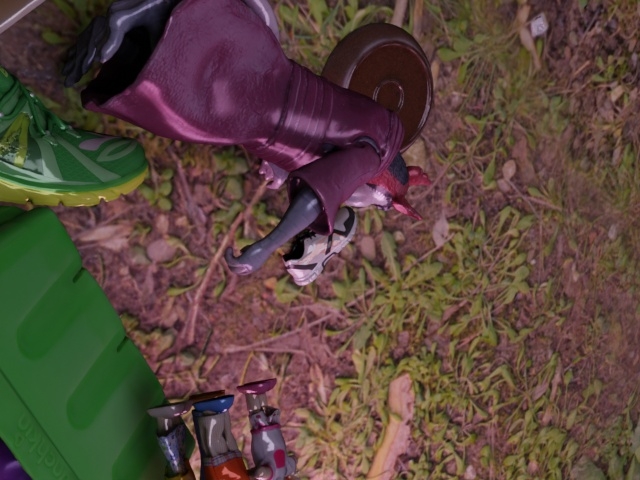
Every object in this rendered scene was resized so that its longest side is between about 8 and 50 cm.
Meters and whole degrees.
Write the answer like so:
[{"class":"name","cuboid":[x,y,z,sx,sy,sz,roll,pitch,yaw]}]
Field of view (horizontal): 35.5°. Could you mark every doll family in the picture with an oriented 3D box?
[{"class":"doll family","cuboid":[-0.096,0.220,0.892,0.118,0.263,0.163,-11,85,9]}]

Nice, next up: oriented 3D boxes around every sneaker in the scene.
[{"class":"sneaker","cuboid":[-0.277,-0.099,0.875,0.295,0.109,0.123,8,99,-39]},{"class":"sneaker","cuboid":[0.000,0.000,1.151,0.109,0.040,0.044,-51,124,-13]}]

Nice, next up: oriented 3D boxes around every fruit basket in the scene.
[{"class":"fruit basket","cuboid":[-0.337,0.188,0.841,0.392,0.283,0.392,-6,97,-50]}]

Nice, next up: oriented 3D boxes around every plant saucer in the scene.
[{"class":"plant saucer","cuboid":[0.073,-0.167,1.163,0.168,0.029,0.168,-11,109,-34]}]

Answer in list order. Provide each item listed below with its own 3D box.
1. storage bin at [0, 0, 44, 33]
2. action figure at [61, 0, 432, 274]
[{"class":"storage bin","cuboid":[-0.275,-0.315,0.749,0.262,0.123,0.260,-41,142,-13]},{"class":"action figure","cuboid":[-0.038,-0.132,0.931,0.370,0.248,0.276,21,115,-23]}]
